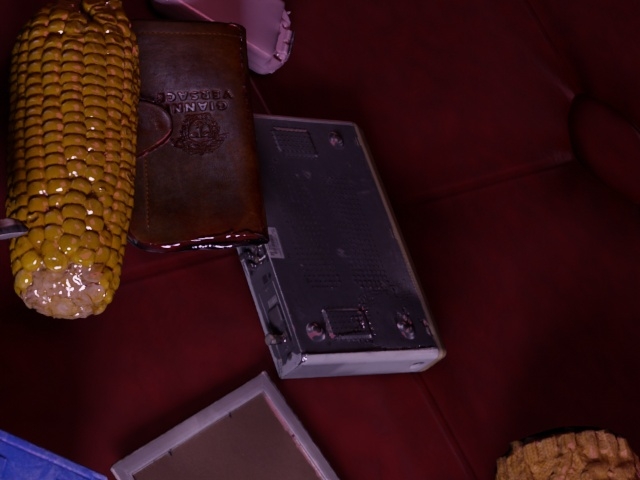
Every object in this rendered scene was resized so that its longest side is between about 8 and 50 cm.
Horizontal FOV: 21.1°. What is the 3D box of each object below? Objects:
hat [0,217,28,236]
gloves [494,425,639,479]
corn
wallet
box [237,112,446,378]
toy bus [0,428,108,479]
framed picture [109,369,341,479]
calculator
[{"bbox_3d":[-0.374,-0.010,1.270,0.258,0.168,0.301,40,14,18],"label":"hat"},{"bbox_3d":[0.241,0.334,1.506,0.203,0.155,0.356,-2,65,-12],"label":"gloves"},{"bbox_3d":[-0.209,-0.083,1.459,0.119,0.119,0.322,17,52,-32],"label":"corn"},{"bbox_3d":[-0.124,-0.099,1.575,0.137,0.031,0.255,-1,56,-10],"label":"wallet"},{"bbox_3d":[0.000,0.000,1.634,0.211,0.045,0.270,3,59,-41],"label":"box"},{"bbox_3d":[-0.271,0.162,1.244,0.236,0.094,0.079,28,46,-23],"label":"toy bus"},{"bbox_3d":[-0.035,0.258,1.432,0.217,0.017,0.274,-25,79,-51],"label":"framed picture"},{"bbox_3d":[-0.100,-0.236,1.727,0.175,0.032,0.100,30,45,-21],"label":"calculator"}]
